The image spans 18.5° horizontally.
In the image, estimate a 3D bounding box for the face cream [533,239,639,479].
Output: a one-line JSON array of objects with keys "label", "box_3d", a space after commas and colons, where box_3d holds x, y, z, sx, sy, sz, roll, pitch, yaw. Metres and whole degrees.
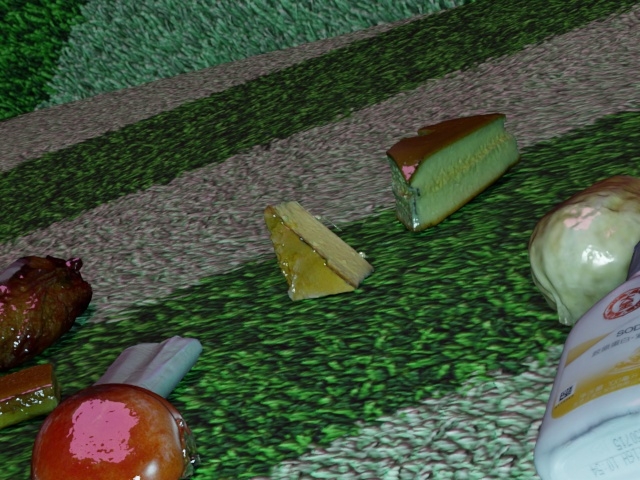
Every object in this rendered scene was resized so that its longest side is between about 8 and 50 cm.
[{"label": "face cream", "box_3d": [0.239, 0.077, 1.429, 0.144, 0.071, 0.291, -24, 17, 27]}]

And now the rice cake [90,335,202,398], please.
[{"label": "rice cake", "box_3d": [-0.179, 0.143, 1.857, 0.080, 0.042, 0.222, -8, 14, 17]}]

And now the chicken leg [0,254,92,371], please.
[{"label": "chicken leg", "box_3d": [-0.372, 0.096, 2.201, 0.158, 0.096, 0.407, -15, 15, 30]}]

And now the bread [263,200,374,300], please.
[{"label": "bread", "box_3d": [0.000, 0.000, 2.093, 0.080, 0.109, 0.084, -15, 8, 26]}]

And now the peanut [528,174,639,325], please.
[{"label": "peanut", "box_3d": [0.251, 0.013, 1.668, 0.129, 0.129, 0.224, -10, 4, 28]}]

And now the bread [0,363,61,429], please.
[{"label": "bread", "box_3d": [-0.307, 0.159, 1.969, 0.094, 0.035, 0.090, -17, 13, -2]}]

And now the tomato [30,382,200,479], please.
[{"label": "tomato", "box_3d": [-0.177, 0.169, 1.635, 0.139, 0.091, 0.159, -16, 15, 9]}]

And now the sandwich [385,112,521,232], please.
[{"label": "sandwich", "box_3d": [0.137, -0.083, 2.294, 0.088, 0.090, 0.244, -4, 18, 37]}]
